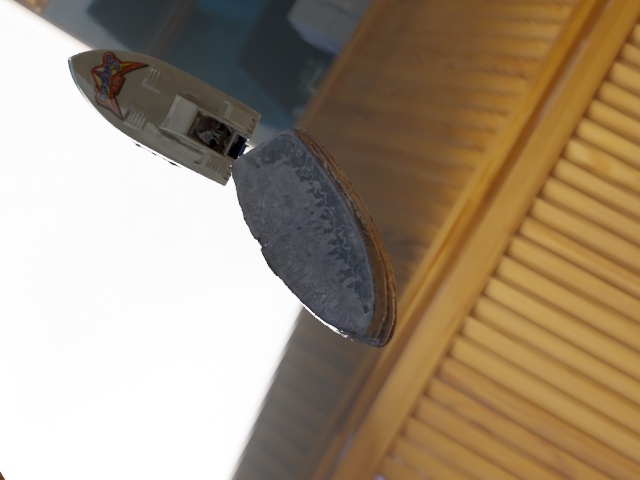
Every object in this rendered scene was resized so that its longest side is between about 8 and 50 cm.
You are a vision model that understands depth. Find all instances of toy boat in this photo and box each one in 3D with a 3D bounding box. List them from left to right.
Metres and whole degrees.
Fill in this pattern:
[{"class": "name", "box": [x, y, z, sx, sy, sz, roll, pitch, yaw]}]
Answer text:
[{"class": "toy boat", "box": [-0.235, -0.193, 1.942, 0.295, 0.129, 0.088, 28, 178, -21]}, {"class": "toy boat", "box": [0.000, 0.000, 1.547, 0.283, 0.127, 0.078, 61, -170, 15]}]

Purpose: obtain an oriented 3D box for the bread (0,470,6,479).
[{"class": "bread", "box": [-0.616, 0.430, 2.061, 0.149, 0.274, 0.274, 40, -179, 27]}]
